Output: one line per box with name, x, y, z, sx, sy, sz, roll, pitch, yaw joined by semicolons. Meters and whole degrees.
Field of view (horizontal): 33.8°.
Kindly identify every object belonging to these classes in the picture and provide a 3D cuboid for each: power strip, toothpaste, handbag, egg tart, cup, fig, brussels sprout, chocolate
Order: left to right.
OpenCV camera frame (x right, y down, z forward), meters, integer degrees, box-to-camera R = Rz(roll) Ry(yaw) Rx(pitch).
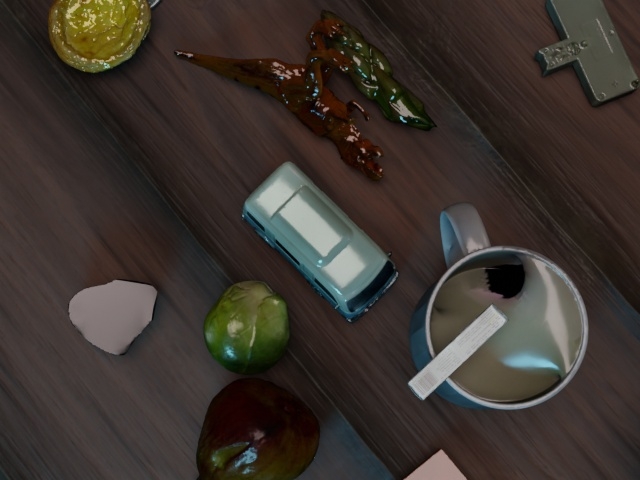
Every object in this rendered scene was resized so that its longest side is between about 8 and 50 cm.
egg tart;-0.386;-0.382;1.854;0.191;0.074;0.191;0;83;1
chocolate;-0.341;0.128;1.778;0.148;0.080;0.125;-17;93;-9
fig;-0.130;0.365;1.693;0.190;0.190;0.290;31;82;5
brussels sprout;-0.124;0.147;1.752;0.155;0.117;0.155;6;67;-15
handbag;0.211;0.454;1.730;0.127;0.063;0.190;-38;80;-5
toothpaste;0.188;0.154;1.452;0.164;0.046;0.034;-43;81;-4
cup;0.251;0.106;1.645;0.236;0.327;0.323;-18;83;-1
power strip;0.450;-0.336;1.842;0.145;0.061;0.216;-23;81;-3

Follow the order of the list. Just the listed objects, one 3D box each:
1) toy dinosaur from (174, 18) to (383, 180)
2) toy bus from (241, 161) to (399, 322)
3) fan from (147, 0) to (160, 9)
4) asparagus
toy dinosaur;-0.034;-0.282;1.805;0.432;0.097;0.208;38;126;8
toy bus;0.000;0.000;1.746;0.271;0.165;0.133;44;84;6
fan;-0.399;-0.513;1.902;0.282;0.023;0.057;38;85;5
asparagus;0.087;-0.289;1.834;0.080;0.080;0.287;-37;86;-4
